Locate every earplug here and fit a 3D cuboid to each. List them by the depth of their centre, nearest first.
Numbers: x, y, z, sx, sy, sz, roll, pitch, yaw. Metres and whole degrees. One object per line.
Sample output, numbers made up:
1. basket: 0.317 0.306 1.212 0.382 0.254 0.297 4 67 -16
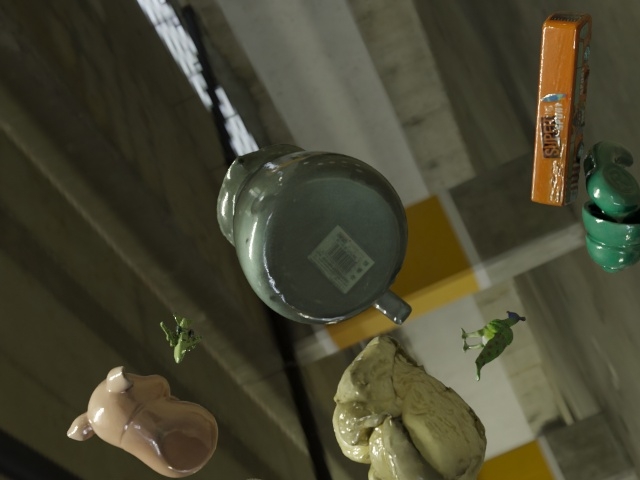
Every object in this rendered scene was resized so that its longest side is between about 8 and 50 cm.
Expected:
1. earplug: 0.643 -0.072 2.216 0.257 0.164 0.280 -116 28 -74

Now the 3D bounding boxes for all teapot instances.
1. teapot: 0.003 -0.023 1.396 0.285 0.305 0.223 38 113 62

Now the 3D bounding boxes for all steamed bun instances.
1. steamed bun: 0.161 0.387 2.033 0.372 0.230 0.325 50 -158 25

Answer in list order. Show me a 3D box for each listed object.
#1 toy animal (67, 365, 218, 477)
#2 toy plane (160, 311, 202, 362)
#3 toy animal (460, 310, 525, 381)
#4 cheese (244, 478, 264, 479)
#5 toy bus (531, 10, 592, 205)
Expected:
1. toy animal: -0.301 0.330 1.800 0.250 0.166 0.154 30 180 -19
2. toy plane: -0.296 0.208 2.143 0.102 0.040 0.111 20 -131 -26
3. toy animal: 0.226 0.150 1.429 0.217 0.075 0.041 -33 -64 -57
4. cheese: -0.095 0.605 1.726 0.351 0.328 0.129 36 -177 -24
5. toy bus: 0.511 -0.275 2.131 0.092 0.093 0.408 -26 -59 -50
